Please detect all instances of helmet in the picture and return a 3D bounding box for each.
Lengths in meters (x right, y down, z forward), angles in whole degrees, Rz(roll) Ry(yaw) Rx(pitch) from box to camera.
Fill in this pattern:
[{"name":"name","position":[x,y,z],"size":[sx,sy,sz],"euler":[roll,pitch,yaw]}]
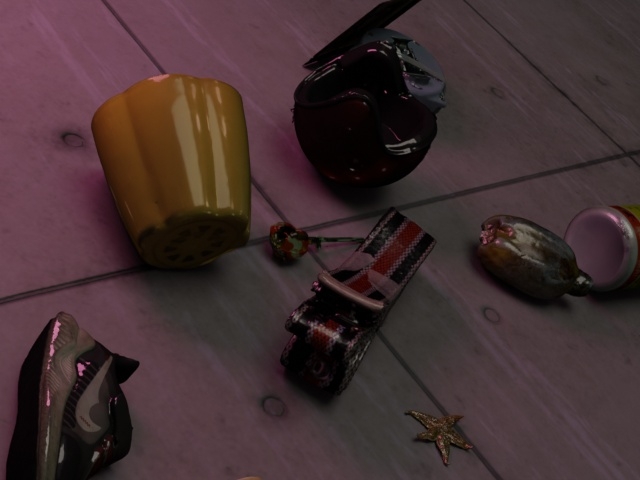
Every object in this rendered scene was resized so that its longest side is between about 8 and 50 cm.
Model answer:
[{"name":"helmet","position":[0.062,-0.175,1.453],"size":[0.216,0.193,0.189],"euler":[20,39,2]}]

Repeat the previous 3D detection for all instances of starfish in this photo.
[{"name":"starfish","position":[0.144,0.227,1.196],"size":[0.092,0.016,0.086],"euler":[33,33,5]}]

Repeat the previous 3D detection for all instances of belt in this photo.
[{"name":"belt","position":[0.056,0.061,1.244],"size":[0.094,0.126,0.359],"euler":[28,28,10]}]

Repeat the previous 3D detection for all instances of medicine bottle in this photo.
[{"name":"medicine bottle","position":[0.516,0.009,1.629],"size":[0.225,0.139,0.139],"euler":[-3,48,-40]}]

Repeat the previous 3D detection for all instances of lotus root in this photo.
[{"name":"lotus root","position":[0.326,0.032,1.503],"size":[0.192,0.088,0.113],"euler":[27,52,-9]}]

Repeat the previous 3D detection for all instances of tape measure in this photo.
[{"name":"tape measure","position":[0.127,-0.284,1.713],"size":[0.182,0.107,0.181],"euler":[-5,56,-38]}]

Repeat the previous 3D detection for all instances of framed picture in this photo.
[{"name":"framed picture","position":[0.082,-0.371,1.711],"size":[0.010,0.195,0.199],"euler":[58,37,0]}]

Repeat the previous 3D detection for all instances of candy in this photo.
[{"name":"candy","position":[0.000,0.000,1.341],"size":[0.184,0.049,0.055],"euler":[0,53,-49]}]

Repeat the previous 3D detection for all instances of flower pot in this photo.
[{"name":"flower pot","position":[-0.167,-0.071,1.182],"size":[0.195,0.195,0.179],"euler":[5,56,-33]}]

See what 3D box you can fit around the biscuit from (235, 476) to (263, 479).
[{"name":"biscuit","position":[-0.121,0.264,0.916],"size":[0.188,0.052,0.056],"euler":[-4,33,-40]}]

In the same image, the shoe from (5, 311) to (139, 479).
[{"name":"shoe","position":[-0.223,0.168,0.921],"size":[0.112,0.099,0.227],"euler":[21,35,-28]}]
